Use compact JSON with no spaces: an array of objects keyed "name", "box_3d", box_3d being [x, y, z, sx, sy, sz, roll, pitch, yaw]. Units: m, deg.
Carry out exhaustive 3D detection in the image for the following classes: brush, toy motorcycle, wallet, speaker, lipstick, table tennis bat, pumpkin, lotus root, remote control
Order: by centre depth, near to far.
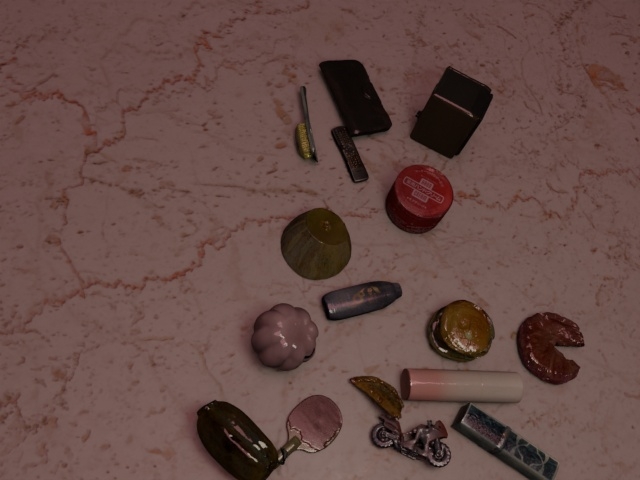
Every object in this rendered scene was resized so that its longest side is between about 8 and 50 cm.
[{"name":"lotus root","box_3d":[-0.205,0.496,1.548,0.241,0.123,0.124,42,37,12]},{"name":"table tennis bat","box_3d":[-0.042,0.503,1.636,0.234,0.022,0.131,-39,78,-26]},{"name":"toy motorcycle","box_3d":[0.244,0.512,1.657,0.212,0.084,0.118,16,63,10]},{"name":"lipstick","box_3d":[0.499,0.549,1.693,0.289,0.076,0.077,34,61,3]},{"name":"lipstick","box_3d":[0.388,0.400,1.734,0.326,0.087,0.087,4,64,-10]},{"name":"pumpkin","box_3d":[-0.003,-0.007,1.843,0.217,0.110,0.218,6,58,-9]},{"name":"remote control","box_3d":[0.094,-0.279,2.032,0.059,0.028,0.212,-16,68,-14]},{"name":"brush","box_3d":[-0.057,-0.374,2.035,0.060,0.068,0.297,-12,62,7]},{"name":"speaker","box_3d":[0.421,-0.413,2.048,0.192,0.231,0.153,29,63,3]},{"name":"wallet","box_3d":[0.119,-0.485,2.116,0.165,0.042,0.310,-13,66,-22]}]

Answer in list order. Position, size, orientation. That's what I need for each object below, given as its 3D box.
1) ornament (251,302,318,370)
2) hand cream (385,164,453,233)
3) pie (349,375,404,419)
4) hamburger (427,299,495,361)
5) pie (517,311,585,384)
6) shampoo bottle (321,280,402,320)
[{"name":"ornament","box_3d":[-0.098,0.258,1.672,0.177,0.177,0.178,5,64,-9]},{"name":"hand cream","box_3d":[0.303,-0.126,1.947,0.193,0.125,0.193,5,64,-11]},{"name":"pie","box_3d":[0.165,0.414,1.694,0.092,0.034,0.170,-16,45,-43]},{"name":"hamburger","box_3d":[0.406,0.262,1.798,0.185,0.113,0.177,-10,61,-24]},{"name":"pie","box_3d":[0.681,0.312,1.855,0.204,0.054,0.219,12,63,-6]},{"name":"shampoo bottle","box_3d":[0.122,0.168,1.810,0.233,0.049,0.087,-12,70,-17]}]
